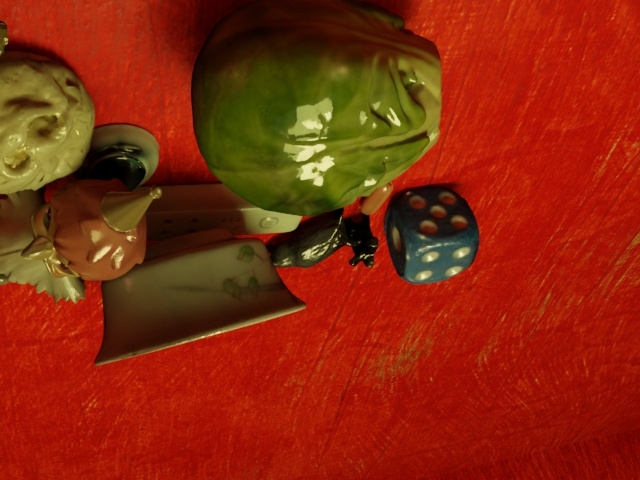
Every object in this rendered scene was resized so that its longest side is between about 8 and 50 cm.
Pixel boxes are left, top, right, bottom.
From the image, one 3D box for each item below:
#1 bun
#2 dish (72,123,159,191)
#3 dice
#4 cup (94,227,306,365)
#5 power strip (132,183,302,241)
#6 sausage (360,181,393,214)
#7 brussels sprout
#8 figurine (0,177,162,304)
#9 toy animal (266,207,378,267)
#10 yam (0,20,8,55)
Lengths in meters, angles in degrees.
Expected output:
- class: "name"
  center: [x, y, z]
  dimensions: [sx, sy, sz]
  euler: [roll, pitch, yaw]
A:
- class: "bun"
  center: [-0.405, -0.143, 1.203]
  dimensions: [0.231, 0.133, 0.231]
  euler: [-13, 145, -9]
- class: "dish"
  center: [-0.306, -0.101, 1.367]
  dimensions: [0.141, 0.078, 0.141]
  euler: [-13, 147, -9]
- class: "dice"
  center: [0.206, -0.008, 1.713]
  dimensions: [0.146, 0.143, 0.146]
  euler: [-10, 146, -15]
- class: "cup"
  center: [-0.208, 0.077, 1.454]
  dimensions: [0.347, 0.163, 0.347]
  euler: [-15, 178, -1]
- class: "power strip"
  center: [-0.194, -0.048, 1.521]
  dimensions: [0.385, 0.062, 0.091]
  euler: [-4, 148, -22]
- class: "sausage"
  center: [0.103, -0.080, 1.653]
  dimensions: [0.034, 0.034, 0.083]
  euler: [4, 140, -32]
- class: "brussels sprout"
  center: [0.002, -0.186, 1.209]
  dimensions: [0.355, 0.281, 0.289]
  euler: [-8, 136, -13]
- class: "figurine"
  center: [-0.360, -0.005, 1.310]
  dimensions: [0.387, 0.207, 0.166]
  euler: [-8, -169, 38]
- class: "toy animal"
  center: [-0.004, -0.001, 1.668]
  dimensions: [0.210, 0.121, 0.117]
  euler: [-10, 128, -3]
- class: "yam"
  center: [-0.491, -0.265, 1.043]
  dimensions: [0.253, 0.061, 0.061]
  euler: [12, 137, -41]
